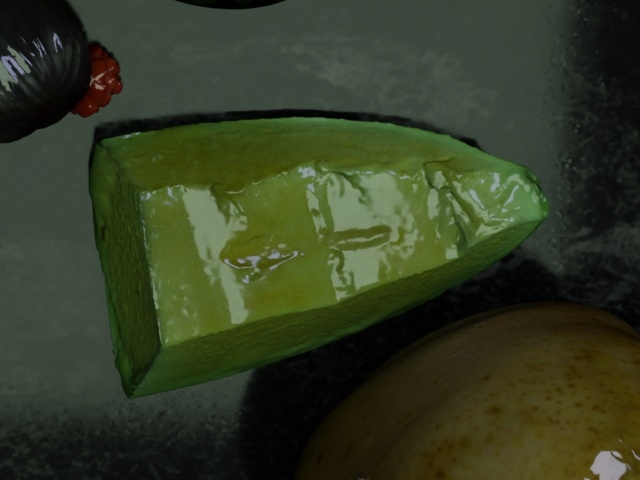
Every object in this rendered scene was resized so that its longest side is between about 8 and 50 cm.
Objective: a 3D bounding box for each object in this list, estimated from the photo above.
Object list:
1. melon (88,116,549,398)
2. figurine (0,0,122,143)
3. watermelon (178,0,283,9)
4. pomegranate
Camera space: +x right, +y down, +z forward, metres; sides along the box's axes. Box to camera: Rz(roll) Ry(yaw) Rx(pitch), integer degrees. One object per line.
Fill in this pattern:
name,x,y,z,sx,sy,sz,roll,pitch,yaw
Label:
melon,0.000,0.000,1.414,0.323,0.124,0.196,-10,101,-11
figurine,-0.244,-0.187,1.365,0.138,0.110,0.245,-29,97,-26
watermelon,-0.051,-0.291,1.299,0.269,0.269,0.269,-1,99,-7
pomegranate,0.170,0.225,1.338,0.416,0.416,0.417,-1,99,-7
